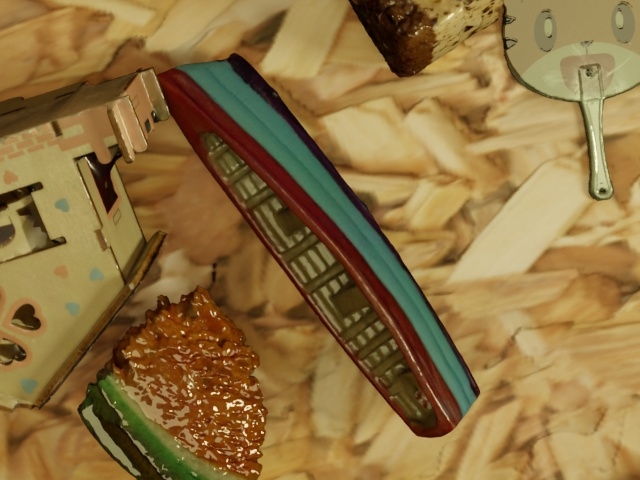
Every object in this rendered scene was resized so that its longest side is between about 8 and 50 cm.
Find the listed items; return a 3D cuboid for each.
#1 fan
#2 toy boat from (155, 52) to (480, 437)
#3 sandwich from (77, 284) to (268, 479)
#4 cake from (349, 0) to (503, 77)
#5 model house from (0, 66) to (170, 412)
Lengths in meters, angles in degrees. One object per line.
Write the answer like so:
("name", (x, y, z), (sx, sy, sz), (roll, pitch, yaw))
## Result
("fan", (0.231, -0.145, 1.545), (0.152, 0.008, 0.227), (-6, 99, 3))
("toy boat", (0.000, 0.000, 1.533), (0.079, 0.136, 0.392), (-37, 93, -21))
("sandwich", (-0.110, 0.149, 1.570), (0.185, 0.109, 0.160), (42, 79, -3))
("cake", (0.052, -0.255, 1.517), (0.112, 0.135, 0.246), (-34, 68, -4))
("model house", (-0.258, 0.012, 1.525), (0.326, 0.169, 0.244), (-17, 106, 8))
